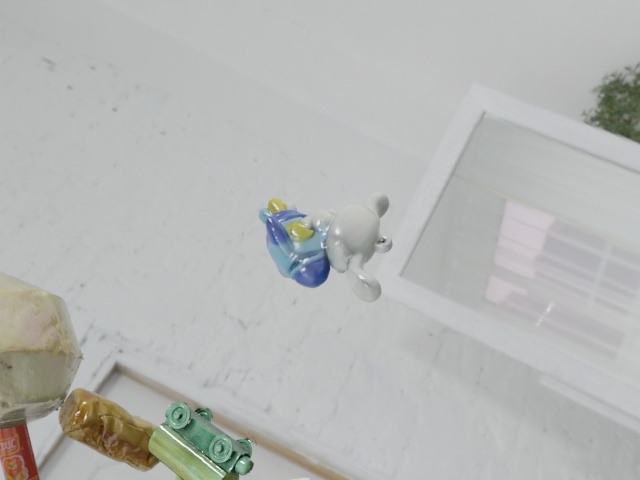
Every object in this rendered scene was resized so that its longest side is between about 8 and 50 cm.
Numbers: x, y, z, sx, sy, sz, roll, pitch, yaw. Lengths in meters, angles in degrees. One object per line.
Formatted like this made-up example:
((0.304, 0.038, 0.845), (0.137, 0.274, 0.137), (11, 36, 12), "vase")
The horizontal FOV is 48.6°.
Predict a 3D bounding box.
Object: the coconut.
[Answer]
((-0.677, 0.211, 1.464), (0.352, 0.353, 0.352), (-63, -2, -4), "coconut")

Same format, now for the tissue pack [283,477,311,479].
((-0.083, 0.716, 1.615), (0.071, 0.170, 0.325), (92, 170, -56), "tissue pack")

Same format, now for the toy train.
((-0.303, 0.544, 1.829), (0.126, 0.307, 0.189), (22, -87, -58), "toy train")

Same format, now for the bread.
((-0.562, 0.519, 1.934), (0.167, 0.294, 0.132), (-1, 57, 55), "bread")

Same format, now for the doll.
((0.000, 0.008, 1.793), (0.376, 0.366, 0.187), (-63, -27, -67), "doll")

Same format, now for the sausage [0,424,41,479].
((-0.694, 0.454, 1.606), (0.074, 0.074, 0.274), (13, -117, -88), "sausage")
